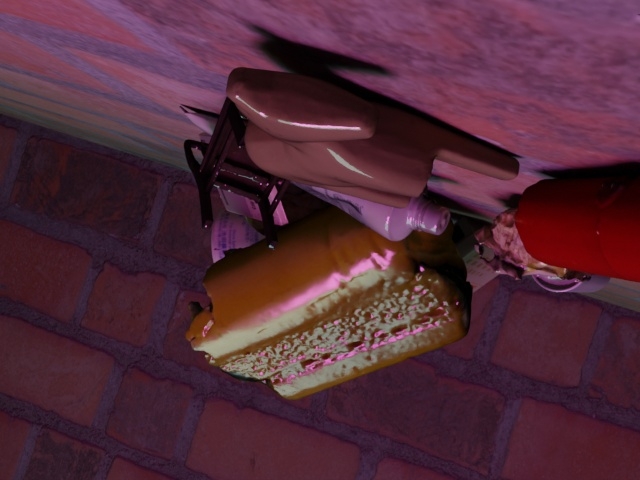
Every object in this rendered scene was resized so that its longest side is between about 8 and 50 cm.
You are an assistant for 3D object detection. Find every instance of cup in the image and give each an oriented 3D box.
[{"bbox_3d":[0.301,0.020,0.977,0.116,0.074,0.104,10,-150,-53],"label":"cup"}]

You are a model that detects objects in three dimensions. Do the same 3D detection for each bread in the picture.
[{"bbox_3d":[0.025,0.066,1.102,0.376,0.208,0.251,-23,131,27],"label":"bread"}]

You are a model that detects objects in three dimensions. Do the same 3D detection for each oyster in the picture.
[{"bbox_3d":[0.222,-0.005,0.819,0.133,0.072,0.209,22,-163,28],"label":"oyster"}]

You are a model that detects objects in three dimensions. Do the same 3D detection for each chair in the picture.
[{"bbox_3d":[-0.078,-0.091,0.790,0.084,0.101,0.212,19,-157,-24],"label":"chair"}]

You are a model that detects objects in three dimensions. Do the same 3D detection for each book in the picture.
[{"bbox_3d":[-0.111,-0.088,1.101,0.014,0.127,0.182,-29,-157,-24],"label":"book"}]

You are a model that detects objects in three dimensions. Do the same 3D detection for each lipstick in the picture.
[{"bbox_3d":[0.202,-0.007,0.483,0.073,0.073,0.280,18,180,-10],"label":"lipstick"}]

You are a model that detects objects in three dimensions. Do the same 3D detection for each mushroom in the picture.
[{"bbox_3d":[-0.058,-0.063,1.210,0.148,0.112,0.148,3,-142,-2],"label":"mushroom"}]

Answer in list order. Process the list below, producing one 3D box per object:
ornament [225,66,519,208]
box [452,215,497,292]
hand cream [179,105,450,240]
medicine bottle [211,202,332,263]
[{"bbox_3d":[0.019,-0.069,0.563,0.245,0.061,0.230,14,180,-28],"label":"ornament"},{"bbox_3d":[0.195,0.054,1.251,0.141,0.201,0.058,19,-141,-51],"label":"box"},{"bbox_3d":[-0.006,-0.083,0.894,0.341,0.078,0.124,26,180,28],"label":"hand cream"},{"bbox_3d":[0.000,0.000,1.307,0.341,0.130,0.130,-3,175,14],"label":"medicine bottle"}]
